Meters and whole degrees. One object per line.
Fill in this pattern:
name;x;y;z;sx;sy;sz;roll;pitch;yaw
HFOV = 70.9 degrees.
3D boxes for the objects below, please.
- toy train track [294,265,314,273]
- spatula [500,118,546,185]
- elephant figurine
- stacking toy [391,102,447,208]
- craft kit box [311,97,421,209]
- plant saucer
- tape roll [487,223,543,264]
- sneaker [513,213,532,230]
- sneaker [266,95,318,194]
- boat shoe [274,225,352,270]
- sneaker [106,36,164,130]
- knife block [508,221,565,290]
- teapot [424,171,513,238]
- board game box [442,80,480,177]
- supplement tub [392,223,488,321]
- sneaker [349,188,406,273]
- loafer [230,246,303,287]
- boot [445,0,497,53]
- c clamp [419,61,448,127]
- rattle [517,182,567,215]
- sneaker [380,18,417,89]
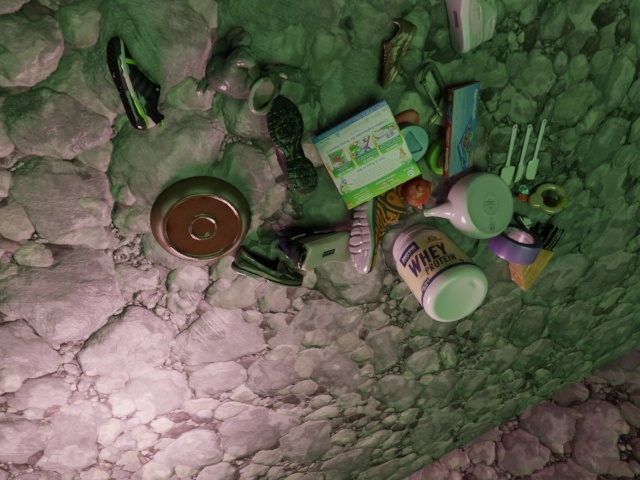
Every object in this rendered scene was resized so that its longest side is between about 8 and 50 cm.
toy train track;-0.059;0.101;1.641;0.083;0.014;0.048;13;110;-33
spatula;0.742;-0.318;1.647;0.168;0.019;0.242;-11;126;-12
elephant figurine;-0.170;-0.414;1.176;0.185;0.170;0.239;-16;150;27
stacking toy;0.354;-0.274;1.465;0.279;0.130;0.309;-26;128;-1
craft kit box;0.140;-0.258;1.360;0.249;0.061;0.247;-25;102;13
plant saucer;-0.368;-0.050;1.405;0.310;0.050;0.311;-10;126;-15
tape roll;0.767;0.012;1.772;0.188;0.189;0.080;1;122;-20
sneaker;0.825;-0.085;1.828;0.109;0.040;0.044;33;91;-38
sneaker;-0.098;-0.274;1.317;0.109;0.130;0.287;-18;105;-16
boat shoe;0.000;0.000;1.540;0.340;0.158;0.127;-8;124;-50
sneaker;-0.459;-0.395;1.135;0.097;0.084;0.235;-30;133;-30
knife block;0.934;0.058;1.927;0.242;0.088;0.276;-28;127;1
teapot;0.547;-0.124;1.612;0.256;0.187;0.253;38;77;-18
board game box;0.455;-0.359;1.457;0.145;0.027;0.282;-26;125;-33
supplement tub;0.418;0.106;1.621;0.235;0.325;0.236;-10;126;-14
sneaker;0.202;-0.047;1.501;0.180;0.124;0.321;4;89;-32
loafer;-0.170;0.095;1.550;0.267;0.096;0.084;16;107;-25
boot;0.427;-0.670;1.259;0.123;0.095;0.258;-29;136;-7
c clamp;0.345;-0.451;1.367;0.137;0.022;0.161;-48;121;-23
rattle;0.856;-0.159;1.789;0.199;0.143;0.130;-4;92;0
sneaker;0.203;-0.534;1.287;0.071;0.066;0.189;21;109;-12
